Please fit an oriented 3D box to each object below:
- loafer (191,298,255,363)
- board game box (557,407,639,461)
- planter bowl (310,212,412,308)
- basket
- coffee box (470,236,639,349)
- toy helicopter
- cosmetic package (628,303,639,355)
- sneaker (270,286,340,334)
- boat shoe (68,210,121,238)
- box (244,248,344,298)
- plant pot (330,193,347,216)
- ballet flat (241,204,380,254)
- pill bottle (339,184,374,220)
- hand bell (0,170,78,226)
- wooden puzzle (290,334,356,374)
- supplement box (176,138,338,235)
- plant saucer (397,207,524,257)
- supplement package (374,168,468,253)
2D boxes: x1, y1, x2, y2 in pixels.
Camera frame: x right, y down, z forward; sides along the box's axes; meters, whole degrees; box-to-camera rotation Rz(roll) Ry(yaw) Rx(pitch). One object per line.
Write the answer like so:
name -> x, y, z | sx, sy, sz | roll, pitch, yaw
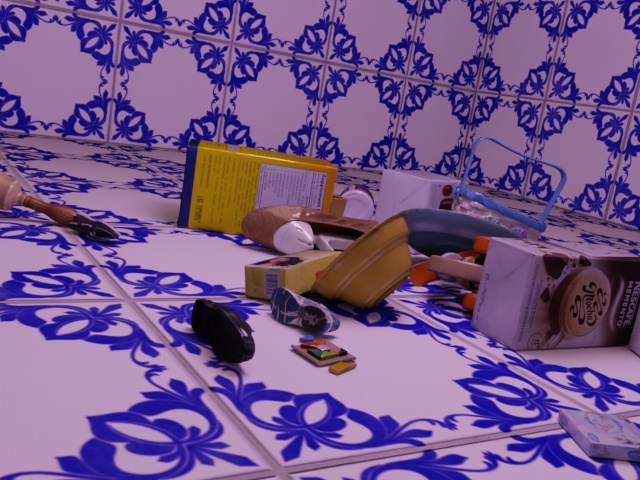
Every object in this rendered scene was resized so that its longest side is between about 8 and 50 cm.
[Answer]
loafer -> -0.119, 0.119, 0.960 | 0.061, 0.062, 0.170 | 8, 12, -30
board game box -> 0.351, 0.238, 0.869 | 0.090, 0.020, 0.090 | 9, 12, -7
planter bowl -> 0.094, 0.055, 1.244 | 0.090, 0.217, 0.217 | 50, 24, 12
basket -> 0.455, -0.086, 1.779 | 0.254, 0.289, 0.201 | 20, 3, -8
coffee box -> 0.431, 0.093, 1.263 | 0.297, 0.168, 0.119 | 2, 14, -29
toy helicopter -> 0.347, 0.078, 1.464 | 0.355, 0.140, 0.235 | 13, -3, -44
cosmetic package -> 0.643, 0.153, 1.191 | 0.151, 0.151, 0.184 | 9, 13, -3
sneaker -> -0.024, 0.114, 1.110 | 0.135, 0.052, 0.058 | 26, 7, 41
boat shoe -> -0.451, -0.023, 1.415 | 0.125, 0.038, 0.046 | 22, -26, 26
box -> -0.041, 0.058, 1.287 | 0.087, 0.058, 0.232 | 3, 7, 26
plant pot -> 0.015, -0.085, 1.981 | 0.081, 0.083, 0.081 | -1, 15, -42
ballet flat -> 0.000, 0.000, 1.565 | 0.342, 0.116, 0.124 | 9, 30, -22
pill bottle -> 0.104, -0.106, 2.095 | 0.108, 0.108, 0.193 | 10, 12, 3
hand bell -> -0.594, -0.079, 1.465 | 0.242, 0.126, 0.126 | 20, 11, -7
wooden puzzle -> 0.005, 0.155, 0.997 | 0.078, 0.014, 0.116 | -2, 16, -45
supplement box -> -0.156, -0.121, 1.739 | 0.356, 0.194, 0.195 | 8, 12, -9
plant saucer -> 0.317, 0.009, 1.615 | 0.317, 0.044, 0.317 | 18, -14, 5
supplement package -> 0.263, -0.080, 1.884 | 0.149, 0.194, 0.203 | 19, 16, 37
